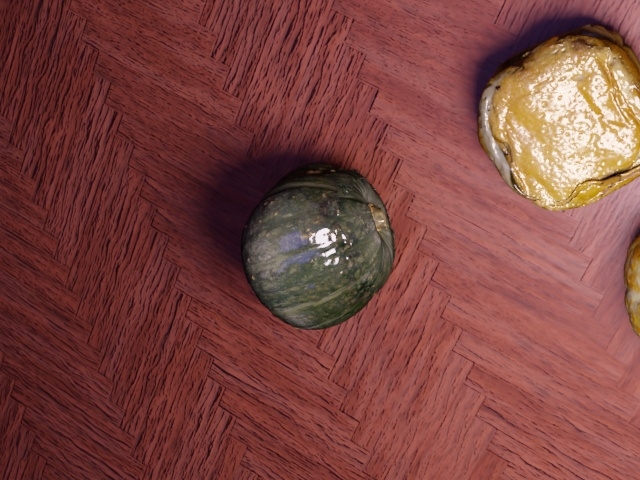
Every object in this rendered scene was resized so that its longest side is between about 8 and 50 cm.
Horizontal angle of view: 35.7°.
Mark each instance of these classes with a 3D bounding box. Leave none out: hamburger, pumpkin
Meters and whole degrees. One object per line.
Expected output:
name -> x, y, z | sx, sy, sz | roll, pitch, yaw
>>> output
hamburger -> 0.421, -0.204, 1.694 | 0.319, 0.158, 0.318 | 6, 105, 21
pumpkin -> 0.000, 0.000, 1.831 | 0.258, 0.327, 0.291 | -18, 113, 17

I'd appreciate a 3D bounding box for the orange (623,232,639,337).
orange -> 0.658, 0.081, 1.614 | 0.329, 0.249, 0.329 | 10, 111, 26
